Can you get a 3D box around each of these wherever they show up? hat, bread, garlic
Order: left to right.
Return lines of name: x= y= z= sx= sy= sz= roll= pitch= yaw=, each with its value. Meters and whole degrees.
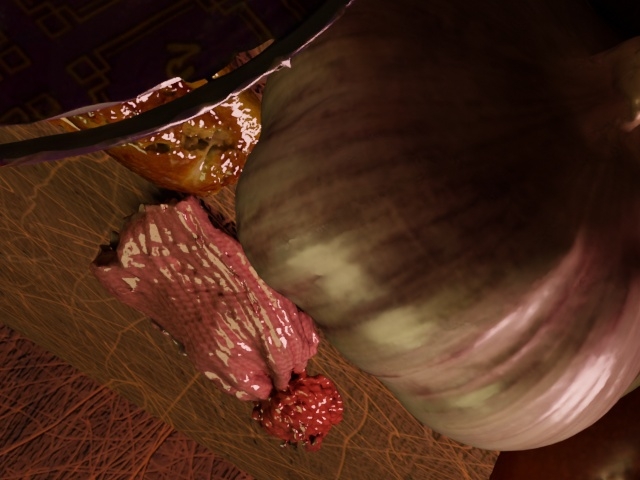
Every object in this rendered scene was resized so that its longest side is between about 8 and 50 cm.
bread: x=-0.123 y=-0.109 z=1.276 sx=0.132 sy=0.103 sz=0.172 roll=30 pitch=170 yaw=39
hat: x=-0.083 y=0.079 z=1.788 sx=0.286 sy=0.107 sz=0.237 roll=47 pitch=154 yaw=-4
garlic: x=0.113 y=-0.041 z=0.855 sx=0.253 sy=0.245 sz=0.245 roll=-27 pitch=125 yaw=36

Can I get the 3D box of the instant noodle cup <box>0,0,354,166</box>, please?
instant noodle cup: x=-0.138 y=-0.204 z=0.648 sx=0.340 sy=0.340 sz=0.266 roll=38 pitch=176 yaw=-18

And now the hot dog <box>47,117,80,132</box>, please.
hot dog: x=-0.180 y=-0.112 z=1.475 sx=0.236 sy=0.062 sz=0.092 roll=27 pitch=-179 yaw=4

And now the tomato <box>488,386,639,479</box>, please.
tomato: x=0.260 y=0.197 z=1.028 sx=0.341 sy=0.341 sz=0.273 roll=23 pitch=176 yaw=36
